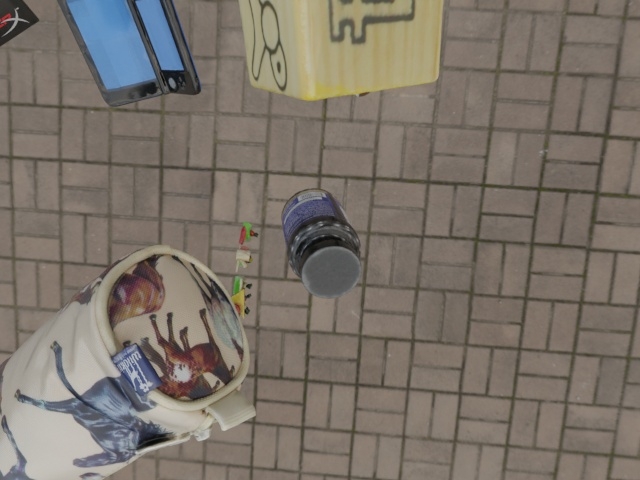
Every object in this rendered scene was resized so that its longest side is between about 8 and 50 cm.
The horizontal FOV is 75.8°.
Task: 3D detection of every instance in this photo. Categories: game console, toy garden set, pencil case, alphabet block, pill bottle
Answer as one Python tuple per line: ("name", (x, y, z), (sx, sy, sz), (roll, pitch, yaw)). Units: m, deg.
("game console", (-0.465, -0.487, 1.012), (0.173, 0.250, 0.293), (-37, 130, -31))
("toy garden set", (-0.182, 0.078, 1.013), (0.049, 0.204, 0.244), (8, 85, -7))
("pencil case", (-0.261, 0.190, 0.422), (0.410, 0.160, 0.183), (-38, 62, 17))
("alphabet block", (0.017, -0.291, 0.497), (0.194, 0.192, 0.197), (-16, 121, -22))
("pill bottle", (0.000, 0.000, 0.709), (0.123, 0.219, 0.122), (-4, 117, -8))

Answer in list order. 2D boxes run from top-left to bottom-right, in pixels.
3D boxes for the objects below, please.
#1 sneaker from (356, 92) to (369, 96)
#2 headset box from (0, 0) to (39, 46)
("sneaker", (0.148, -0.504, 1.019), (0.123, 0.106, 0.290), (46, 126, 15))
("headset box", (-0.413, -0.242, 0.282), (0.218, 0.293, 0.110), (-43, 64, -10))
